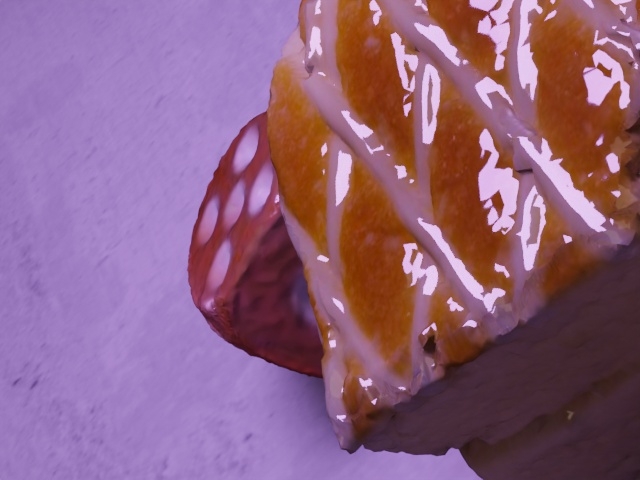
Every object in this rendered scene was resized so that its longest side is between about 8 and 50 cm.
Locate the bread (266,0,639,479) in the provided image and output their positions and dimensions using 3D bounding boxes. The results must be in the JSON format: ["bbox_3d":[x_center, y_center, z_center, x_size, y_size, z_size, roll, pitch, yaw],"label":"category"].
[{"bbox_3d":[0.176,-0.064,1.161,0.371,0.279,0.390,-39,51,38],"label":"bread"}]

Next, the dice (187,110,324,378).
[{"bbox_3d":[0.000,0.000,1.443,0.175,0.174,0.179,-62,21,19],"label":"dice"}]
